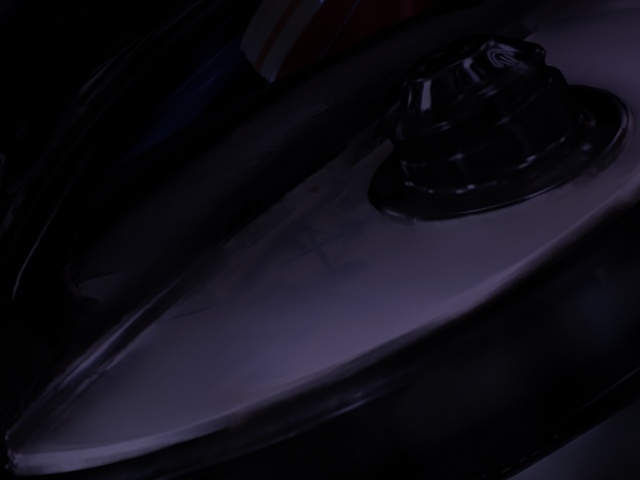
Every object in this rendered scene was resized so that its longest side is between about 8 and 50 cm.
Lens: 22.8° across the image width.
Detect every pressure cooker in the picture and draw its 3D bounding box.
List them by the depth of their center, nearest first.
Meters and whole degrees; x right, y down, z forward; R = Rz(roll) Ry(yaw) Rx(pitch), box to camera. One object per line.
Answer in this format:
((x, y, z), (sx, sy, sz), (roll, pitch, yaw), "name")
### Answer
((0.051, 0.086, 0.589), (0.376, 0.420, 0.370), (-22, -159, 14), "pressure cooker")

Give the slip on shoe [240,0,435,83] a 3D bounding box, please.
((0.092, -0.174, 0.807), (0.331, 0.101, 0.123), (-50, 178, -29), "slip on shoe")
